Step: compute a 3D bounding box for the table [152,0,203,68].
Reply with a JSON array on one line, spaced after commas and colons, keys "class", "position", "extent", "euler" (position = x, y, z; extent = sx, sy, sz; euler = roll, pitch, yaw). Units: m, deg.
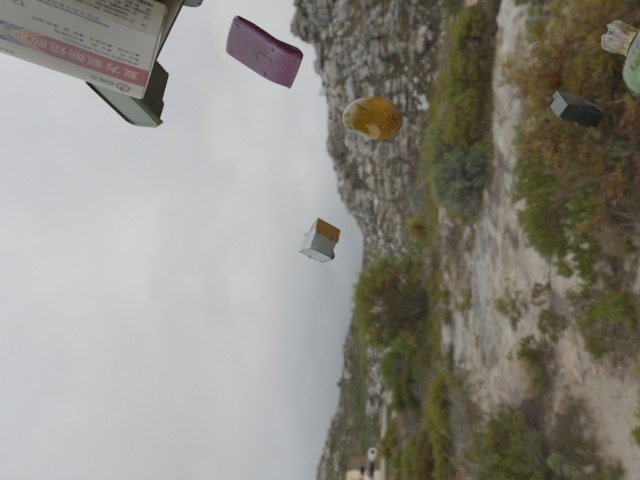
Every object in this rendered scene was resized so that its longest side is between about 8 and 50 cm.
[{"class": "table", "position": [-0.374, -0.462, 1.234], "extent": [0.167, 0.167, 0.227], "euler": [53, -121, -76]}]

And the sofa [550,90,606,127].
[{"class": "sofa", "position": [0.763, -0.388, 1.720], "extent": [0.085, 0.147, 0.060], "euler": [-99, 25, -44]}]

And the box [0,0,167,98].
[{"class": "box", "position": [-0.434, -0.349, 0.896], "extent": [0.214, 0.353, 0.069], "euler": [150, 134, -63]}]

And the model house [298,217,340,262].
[{"class": "model house", "position": [0.000, 0.000, 1.653], "extent": [0.100, 0.087, 0.100], "euler": [-19, 48, 65]}]

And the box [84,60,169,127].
[{"class": "box", "position": [-0.562, -0.480, 1.731], "extent": [0.274, 0.138, 0.178], "euler": [52, -130, -65]}]

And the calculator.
[{"class": "calculator", "position": [-0.140, -0.448, 1.384], "extent": [0.034, 0.190, 0.127], "euler": [-64, 4, -31]}]

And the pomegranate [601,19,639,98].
[{"class": "pomegranate", "position": [0.746, -0.419, 1.279], "extent": [0.202, 0.248, 0.202], "euler": [-36, -31, -26]}]

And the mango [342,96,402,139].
[{"class": "mango", "position": [0.143, -0.335, 1.561], "extent": [0.089, 0.165, 0.115], "euler": [-172, 101, -77]}]
